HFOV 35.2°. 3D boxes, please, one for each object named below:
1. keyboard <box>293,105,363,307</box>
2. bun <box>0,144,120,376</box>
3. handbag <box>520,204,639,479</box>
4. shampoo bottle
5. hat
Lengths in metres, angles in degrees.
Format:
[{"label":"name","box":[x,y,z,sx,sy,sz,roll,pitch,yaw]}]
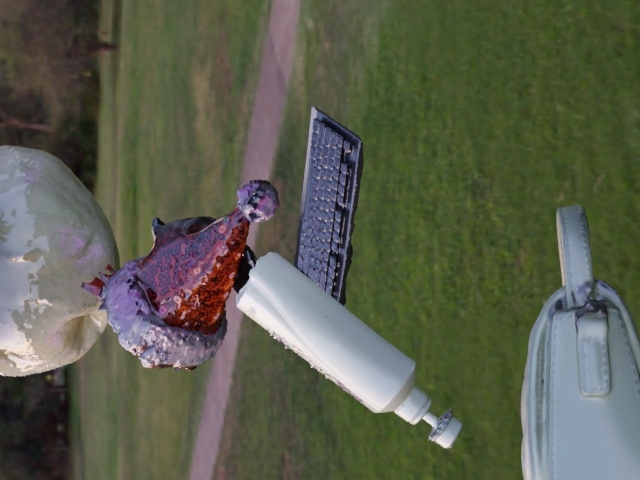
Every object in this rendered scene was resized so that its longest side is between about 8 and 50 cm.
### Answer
[{"label":"keyboard","box":[-0.002,0.000,0.772,0.074,0.015,0.196,38,130,44]},{"label":"bun","box":[-0.347,0.023,1.105,0.273,0.168,0.273,8,104,32]},{"label":"handbag","box":[0.163,0.101,0.621,0.256,0.079,0.219,57,-152,-62]},{"label":"shampoo bottle","box":[0.017,0.061,0.532,0.034,0.141,0.049,-52,0,-34]},{"label":"hat","box":[-0.115,0.017,0.948,0.140,0.129,0.227,53,122,20]}]
